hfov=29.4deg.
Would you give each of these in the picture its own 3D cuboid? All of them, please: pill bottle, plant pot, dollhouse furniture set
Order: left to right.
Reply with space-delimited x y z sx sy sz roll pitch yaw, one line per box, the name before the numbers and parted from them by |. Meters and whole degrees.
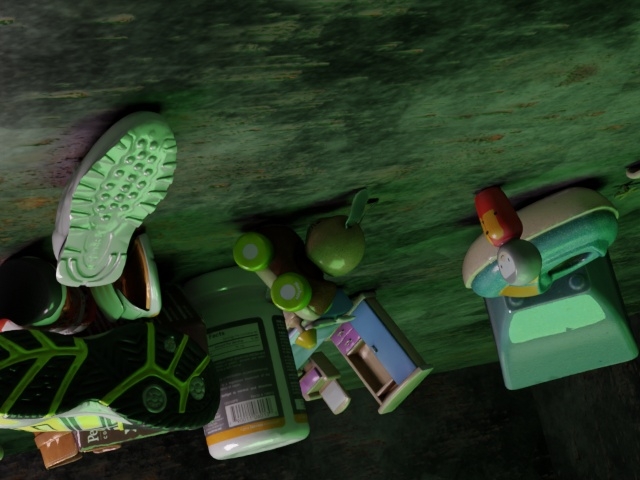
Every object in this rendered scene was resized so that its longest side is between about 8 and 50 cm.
pill bottle | -0.122 0.189 1.901 0.162 0.278 0.162 -13 167 -3
dollhouse furniture set | 0.006 0.256 2.297 0.303 0.198 0.286 -5 141 -52
plant pot | 0.400 0.084 2.141 0.247 0.247 0.252 -16 152 10

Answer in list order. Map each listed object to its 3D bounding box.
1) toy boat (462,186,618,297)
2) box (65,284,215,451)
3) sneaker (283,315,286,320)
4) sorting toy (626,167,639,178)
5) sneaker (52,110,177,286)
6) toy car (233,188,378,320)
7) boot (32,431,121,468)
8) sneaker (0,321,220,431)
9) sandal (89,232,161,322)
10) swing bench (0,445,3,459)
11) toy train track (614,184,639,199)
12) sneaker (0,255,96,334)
toy boat | 0.324 0.015 1.873 0.267 0.148 0.318 -30 159 20
box | -0.277 0.181 1.777 0.203 0.168 0.167 -11 -160 -18
sneaker | -0.094 0.195 2.465 0.087 0.083 0.221 -28 180 -42
sorting toy | 0.597 -0.129 1.833 0.193 0.038 0.208 -5 165 -36
sneaker | -0.213 -0.055 1.197 0.090 0.095 0.235 11 137 -29
toy car | 0.000 0.000 1.650 0.188 0.149 0.155 -45 167 5
boot | -0.471 0.271 2.018 0.283 0.220 0.109 -13 168 -5
sneaker | -0.307 0.183 1.609 0.384 0.145 0.147 12 159 -37
sandal | -0.269 0.065 1.610 0.076 0.102 0.265 -9 169 -21
swing bench | -0.525 0.153 1.362 0.165 0.253 0.254 -24 164 38
toy train track | 0.515 -0.087 1.995 0.083 0.014 0.048 -15 162 -21
sneaker | -0.348 0.072 1.586 0.145 0.090 0.270 -6 169 -36
